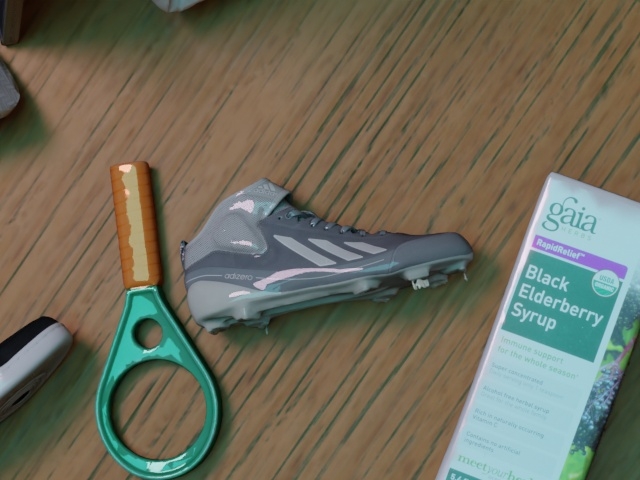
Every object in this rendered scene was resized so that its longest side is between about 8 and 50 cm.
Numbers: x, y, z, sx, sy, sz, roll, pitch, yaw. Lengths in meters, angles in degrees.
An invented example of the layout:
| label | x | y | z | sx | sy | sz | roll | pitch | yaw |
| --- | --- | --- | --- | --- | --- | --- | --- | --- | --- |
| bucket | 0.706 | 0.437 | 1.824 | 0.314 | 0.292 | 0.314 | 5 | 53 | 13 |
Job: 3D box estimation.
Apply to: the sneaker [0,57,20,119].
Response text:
| label | x | y | z | sx | sy | sz | roll | pitch | yaw |
| --- | --- | --- | --- | --- | --- | --- | --- | --- | --- |
| sneaker | -0.392 | -0.123 | 1.330 | 0.315 | 0.127 | 0.182 | 35 | 109 | -23 |

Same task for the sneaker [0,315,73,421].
| label | x | y | z | sx | sy | sz | roll | pitch | yaw |
| --- | --- | --- | --- | --- | --- | --- | --- | --- | --- |
| sneaker | -0.293 | 0.100 | 1.356 | 0.217 | 0.079 | 0.121 | -41 | 81 | 5 |

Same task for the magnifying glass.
| label | x | y | z | sx | sy | sz | roll | pitch | yaw |
| --- | --- | --- | --- | --- | --- | --- | --- | --- | --- |
| magnifying glass | -0.125 | 0.058 | 1.360 | 0.092 | 0.026 | 0.231 | -8 | 83 | 9 |

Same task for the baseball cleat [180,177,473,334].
| label | x | y | z | sx | sy | sz | roll | pitch | yaw |
| --- | --- | --- | --- | --- | --- | --- | --- | --- | --- |
| baseball cleat | 0.000 | 0.000 | 1.321 | 0.206 | 0.072 | 0.109 | -13 | 76 | 5 |

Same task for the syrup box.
| label | x | y | z | sx | sy | sz | roll | pitch | yaw |
| --- | --- | --- | --- | --- | --- | --- | --- | --- | --- |
| syrup box | 0.160 | 0.080 | 1.274 | 0.093 | 0.096 | 0.237 | 20 | 90 | 11 |

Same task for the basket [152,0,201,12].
| label | x | y | z | sx | sy | sz | roll | pitch | yaw |
| --- | --- | --- | --- | --- | --- | --- | --- | --- | --- |
| basket | -0.052 | -0.372 | 1.229 | 0.328 | 0.331 | 0.266 | -26 | 69 | 6 |

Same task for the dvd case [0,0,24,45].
| label | x | y | z | sx | sy | sz | roll | pitch | yaw |
| --- | --- | --- | --- | --- | --- | --- | --- | --- | --- |
| dvd case | -0.228 | -0.243 | 1.309 | 0.018 | 0.221 | 0.164 | -10 | 83 | -12 |
